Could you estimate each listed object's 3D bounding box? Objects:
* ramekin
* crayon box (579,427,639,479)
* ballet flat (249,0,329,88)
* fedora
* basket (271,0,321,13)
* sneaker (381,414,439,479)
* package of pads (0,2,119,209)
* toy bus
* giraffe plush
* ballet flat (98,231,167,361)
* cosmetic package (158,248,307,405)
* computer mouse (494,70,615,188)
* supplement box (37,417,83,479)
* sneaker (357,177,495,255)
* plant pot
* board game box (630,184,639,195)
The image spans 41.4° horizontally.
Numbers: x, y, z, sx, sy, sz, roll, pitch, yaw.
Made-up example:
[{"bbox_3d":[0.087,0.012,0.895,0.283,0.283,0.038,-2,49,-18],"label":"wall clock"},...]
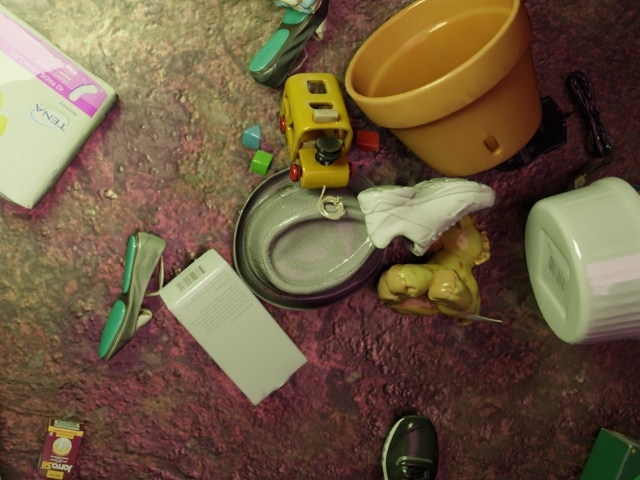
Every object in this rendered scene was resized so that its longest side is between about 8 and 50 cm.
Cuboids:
[{"bbox_3d":[0.445,0.042,1.404,0.135,0.277,0.277,-12,100,-4],"label":"ramekin"},{"bbox_3d":[0.641,0.562,1.602,0.363,0.106,0.313,21,92,-16],"label":"crayon box"},{"bbox_3d":[-0.036,-0.324,1.337,0.074,0.074,0.203,36,82,-16],"label":"ballet flat"},{"bbox_3d":[0.000,0.000,1.354,0.276,0.124,0.243,-13,101,-12],"label":"fedora"},{"bbox_3d":[-0.076,-0.485,1.214,0.254,0.201,0.289,-50,137,-4],"label":"basket"},{"bbox_3d":[0.163,0.448,1.455,0.107,0.124,0.283,8,95,-16],"label":"sneaker"},{"bbox_3d":[-0.476,-0.210,1.217,0.296,0.101,0.229,37,87,-15],"label":"package of pads"},{"bbox_3d":[-0.001,-0.165,1.301,0.202,0.104,0.191,32,55,12],"label":"toy bus"},{"bbox_3d":[0.210,0.036,1.407,0.210,0.181,0.170,14,72,-5],"label":"giraffe plush"},{"bbox_3d":[-0.287,0.094,1.323,0.068,0.072,0.213,14,95,-27],"label":"ballet flat"},{"bbox_3d":[-0.136,0.138,1.343,0.117,0.085,0.231,-39,116,-7],"label":"cosmetic package"},{"bbox_3d":[0.391,-0.162,1.470,0.262,0.060,0.184,-31,100,-20],"label":"computer mouse"},{"bbox_3d":[-0.410,0.329,1.335,0.055,0.043,0.083,13,94,-17],"label":"supplement box"},{"bbox_3d":[0.168,-0.036,1.324,0.232,0.090,0.115,-8,99,-18],"label":"sneaker"},{"bbox_3d":[0.211,-0.238,1.315,0.291,0.291,0.203,-42,122,-6],"label":"plant pot"},{"bbox_3d":[0.661,-0.004,1.556,0.194,0.060,0.194,0,97,-14],"label":"board game box"}]
